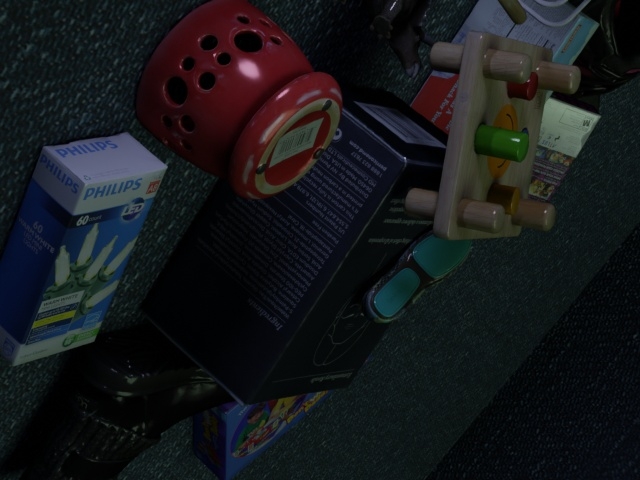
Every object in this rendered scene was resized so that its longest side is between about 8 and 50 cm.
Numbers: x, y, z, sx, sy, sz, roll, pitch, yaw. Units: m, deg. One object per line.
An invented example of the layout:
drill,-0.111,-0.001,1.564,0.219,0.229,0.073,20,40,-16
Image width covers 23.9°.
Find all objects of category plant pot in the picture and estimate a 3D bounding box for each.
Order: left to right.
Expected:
plant pot,-0.085,-0.151,1.708,0.191,0.174,0.191,-40,157,-20

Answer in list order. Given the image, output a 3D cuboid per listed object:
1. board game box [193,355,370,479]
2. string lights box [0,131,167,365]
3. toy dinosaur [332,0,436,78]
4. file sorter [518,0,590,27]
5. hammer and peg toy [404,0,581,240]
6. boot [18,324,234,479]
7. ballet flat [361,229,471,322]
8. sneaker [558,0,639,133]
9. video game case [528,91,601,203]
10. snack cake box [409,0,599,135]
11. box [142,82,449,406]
board game box,-0.054,0.211,2.448,0.347,0.078,0.233,-38,155,-27
string lights box,-0.284,0.009,1.707,0.133,0.077,0.260,-17,141,-51
toy dinosaur,0.106,-0.348,1.870,0.160,0.121,0.313,-40,153,-52
file sorter,0.281,-0.427,1.933,0.173,0.193,0.277,-46,158,0
hammer and peg toy,0.233,-0.180,1.891,0.266,0.127,0.361,-1,102,-62
boot,-0.247,0.252,2.078,0.348,0.131,0.260,2,119,-49
ballet flat,0.122,0.045,2.005,0.188,0.070,0.070,-36,154,-26
sneaker,0.437,-0.301,2.397,0.185,0.202,0.483,-38,155,-25
video game case,0.298,-0.156,2.405,0.232,0.042,0.210,16,118,-23
snack cake box,0.268,-0.254,2.222,0.264,0.152,0.089,-56,157,16
box,0.000,0.000,2.045,0.395,0.212,0.293,-57,157,15
